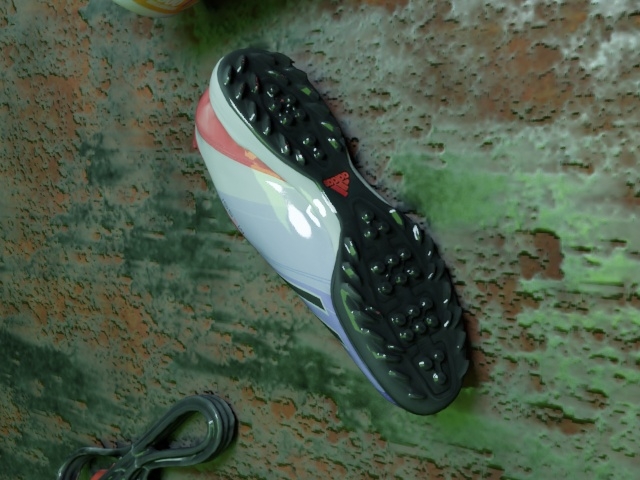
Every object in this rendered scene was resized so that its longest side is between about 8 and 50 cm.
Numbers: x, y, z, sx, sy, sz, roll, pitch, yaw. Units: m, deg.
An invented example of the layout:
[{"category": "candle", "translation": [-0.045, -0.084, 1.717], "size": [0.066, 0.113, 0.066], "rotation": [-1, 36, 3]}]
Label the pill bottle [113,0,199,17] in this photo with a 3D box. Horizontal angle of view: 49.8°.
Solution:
[{"category": "pill bottle", "translation": [-0.059, -0.288, 0.501], "size": [0.272, 0.152, 0.152], "rotation": [-17, 89, 33]}]

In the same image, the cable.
[{"category": "cable", "translation": [-0.193, 0.245, 0.750], "size": [0.287, 0.072, 0.139], "rotation": [-47, 56, 16]}]

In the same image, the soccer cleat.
[{"category": "soccer cleat", "translation": [0.000, 0.000, 0.556], "size": [0.318, 0.109, 0.116], "rotation": [57, 141, 9]}]
